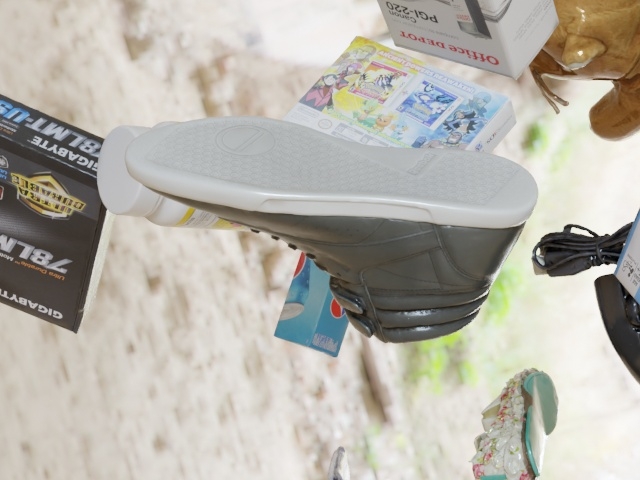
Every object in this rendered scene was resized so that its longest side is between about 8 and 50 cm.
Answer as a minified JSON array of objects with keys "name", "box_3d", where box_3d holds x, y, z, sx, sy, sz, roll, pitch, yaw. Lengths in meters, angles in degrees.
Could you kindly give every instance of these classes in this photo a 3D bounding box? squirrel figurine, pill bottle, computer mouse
[{"name":"squirrel figurine","box_3d":[0.432,-0.255,1.875,0.397,0.370,0.281,-17,-120,53]},{"name":"pill bottle","box_3d":[-0.137,-0.072,1.806,0.208,0.119,0.119,4,61,-38]},{"name":"computer mouse","box_3d":[0.352,0.097,1.725,0.272,0.188,0.072,50,57,-23]}]

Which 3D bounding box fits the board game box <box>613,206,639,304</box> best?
[{"name":"board game box","box_3d":[0.426,0.080,1.205,0.308,0.302,0.086,-120,-139,-54]}]

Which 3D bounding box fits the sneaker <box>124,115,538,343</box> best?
[{"name":"sneaker","box_3d":[0.000,0.000,1.175,0.104,0.296,0.147,-84,-178,-53]}]

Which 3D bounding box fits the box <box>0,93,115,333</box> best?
[{"name":"box","box_3d":[-0.394,-0.048,1.926,0.293,0.296,0.073,113,1,-45]}]

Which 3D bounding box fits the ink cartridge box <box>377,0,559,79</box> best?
[{"name":"ink cartridge box","box_3d":[0.125,-0.273,1.554,0.159,0.092,0.218,21,-25,34]}]

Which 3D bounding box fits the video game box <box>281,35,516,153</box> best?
[{"name":"video game box","box_3d":[0.062,-0.103,1.627,0.205,0.187,0.048,28,-21,34]}]

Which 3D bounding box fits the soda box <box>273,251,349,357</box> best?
[{"name":"soda box","box_3d":[0.012,0.048,2.198,0.067,0.071,0.210,25,81,-47]}]

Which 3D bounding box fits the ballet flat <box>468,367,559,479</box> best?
[{"name":"ballet flat","box_3d":[0.207,0.203,1.750,0.241,0.077,0.091,-44,115,-70]}]

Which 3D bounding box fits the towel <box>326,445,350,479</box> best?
[{"name":"towel","box_3d":[0.060,0.453,2.097,0.243,0.040,0.336,-60,138,-86]}]
